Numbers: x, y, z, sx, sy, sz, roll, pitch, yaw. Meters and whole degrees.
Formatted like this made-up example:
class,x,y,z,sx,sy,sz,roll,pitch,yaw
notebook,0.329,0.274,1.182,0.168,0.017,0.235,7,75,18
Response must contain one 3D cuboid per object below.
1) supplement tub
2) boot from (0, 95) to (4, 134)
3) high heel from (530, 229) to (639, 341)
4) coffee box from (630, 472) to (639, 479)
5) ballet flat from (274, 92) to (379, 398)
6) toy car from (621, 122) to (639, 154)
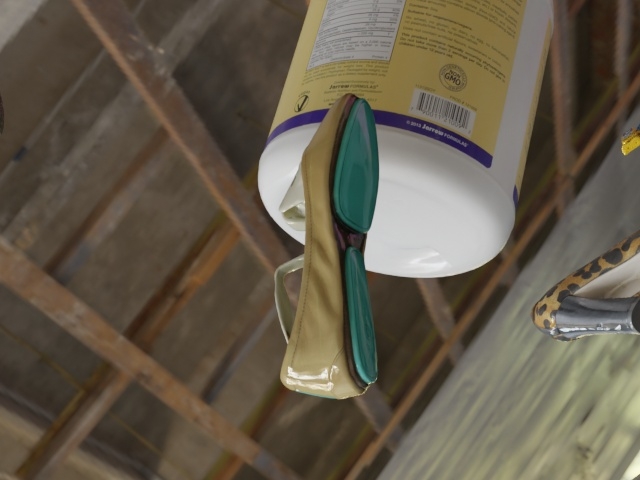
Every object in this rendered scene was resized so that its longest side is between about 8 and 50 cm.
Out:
class,x,y,z,sx,sy,sz,roll,pitch,yaw
supplement tub,0.091,-0.157,1.119,0.241,0.241,0.331,75,-152,-62
boot,-0.481,-0.175,1.303,0.209,0.076,0.189,-17,-57,6
high heel,0.368,0.020,1.394,0.261,0.093,0.186,-44,18,-27
coffee box,0.457,0.461,1.400,0.337,0.334,0.338,-48,-16,32
ballet flat,0.000,0.000,0.849,0.080,0.073,0.232,42,-135,-58
toy car,0.299,-0.144,1.075,0.122,0.060,0.040,-54,9,29
